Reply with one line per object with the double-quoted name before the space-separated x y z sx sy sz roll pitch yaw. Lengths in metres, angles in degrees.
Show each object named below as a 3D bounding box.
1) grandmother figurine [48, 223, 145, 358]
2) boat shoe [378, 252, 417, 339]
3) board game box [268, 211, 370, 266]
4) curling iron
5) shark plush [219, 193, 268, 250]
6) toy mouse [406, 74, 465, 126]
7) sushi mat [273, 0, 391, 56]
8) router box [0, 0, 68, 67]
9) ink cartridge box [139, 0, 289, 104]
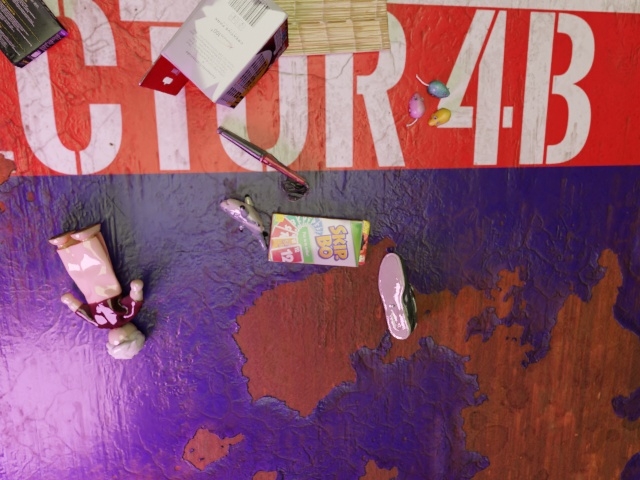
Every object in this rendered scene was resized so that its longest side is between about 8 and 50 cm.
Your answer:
"grandmother figurine" -0.513 0.134 1.134 0.208 0.104 0.342 -9 108 20
"boat shoe" 0.214 0.144 1.277 0.079 0.084 0.232 -16 99 -45
"board game box" 0.000 0.000 1.222 0.260 0.039 0.124 4 101 -13
"curling iron" -0.138 -0.189 1.157 0.274 0.035 0.068 38 93 -15
"shark plush" -0.181 -0.046 1.187 0.067 0.073 0.161 -26 127 16
"toy mouse" 0.278 -0.357 1.196 0.161 0.031 0.143 -27 104 -3
"sushi mat" 0.011 -0.522 1.123 0.317 0.019 0.151 -6 104 -8
"router box" -0.657 -0.484 1.003 0.133 0.046 0.178 -36 104 -1
"ink cartridge box" -0.199 -0.366 0.963 0.130 0.309 0.272 42 98 -12
